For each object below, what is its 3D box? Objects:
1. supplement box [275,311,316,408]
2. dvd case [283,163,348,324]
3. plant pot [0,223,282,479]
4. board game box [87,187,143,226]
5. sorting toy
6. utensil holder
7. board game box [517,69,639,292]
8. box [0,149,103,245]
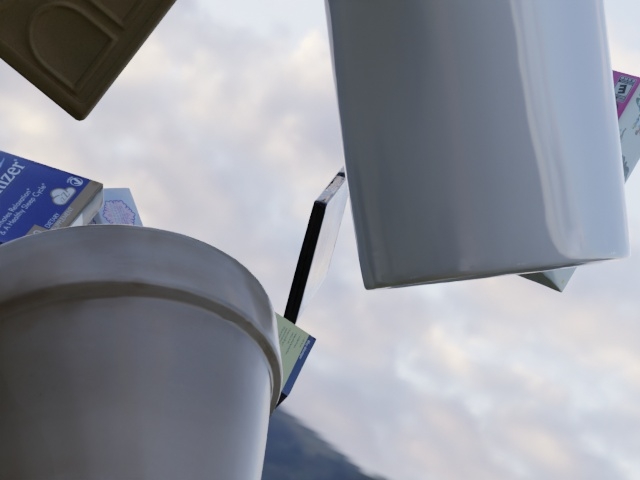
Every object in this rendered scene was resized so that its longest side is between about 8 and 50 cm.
[{"bbox_3d":[-0.064,0.118,1.583,0.083,0.083,0.056,34,-41,-7],"label":"supplement box"},{"bbox_3d":[0.000,0.000,2.221,0.022,0.180,0.253,16,17,6],"label":"dvd case"},{"bbox_3d":[-0.176,0.196,1.287,0.323,0.280,0.323,-7,-39,-6],"label":"plant pot"},{"bbox_3d":[-0.296,0.148,2.017,0.066,0.318,0.319,-2,-31,-41],"label":"board game box"},{"bbox_3d":[-0.275,-0.273,1.387,0.307,0.041,0.229,40,-54,-6],"label":"sorting toy"},{"bbox_3d":[0.177,-0.151,1.761,0.328,0.385,0.327,-8,-3,0],"label":"utensil holder"},{"bbox_3d":[0.304,-0.105,2.183,0.224,0.303,0.097,22,-13,39],"label":"board game box"},{"bbox_3d":[-0.358,-0.044,1.640,0.225,0.136,0.036,17,-49,14],"label":"box"}]
